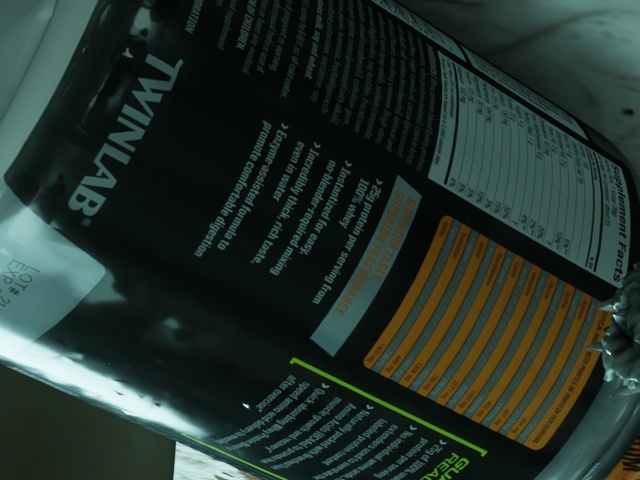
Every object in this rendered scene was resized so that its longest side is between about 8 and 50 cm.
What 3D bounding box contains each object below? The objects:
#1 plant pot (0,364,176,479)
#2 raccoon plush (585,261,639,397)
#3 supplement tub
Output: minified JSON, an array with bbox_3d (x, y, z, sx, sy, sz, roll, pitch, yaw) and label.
[{"bbox_3d":[-0.223,0.137,1.034,0.323,0.280,0.323,15,160,5],"label":"plant pot"},{"bbox_3d":[0.239,-0.072,0.386,0.299,0.216,0.446,23,134,24],"label":"raccoon plush"},{"bbox_3d":[0.000,0.000,0.626,0.316,0.193,0.194,29,157,-28],"label":"supplement tub"}]
